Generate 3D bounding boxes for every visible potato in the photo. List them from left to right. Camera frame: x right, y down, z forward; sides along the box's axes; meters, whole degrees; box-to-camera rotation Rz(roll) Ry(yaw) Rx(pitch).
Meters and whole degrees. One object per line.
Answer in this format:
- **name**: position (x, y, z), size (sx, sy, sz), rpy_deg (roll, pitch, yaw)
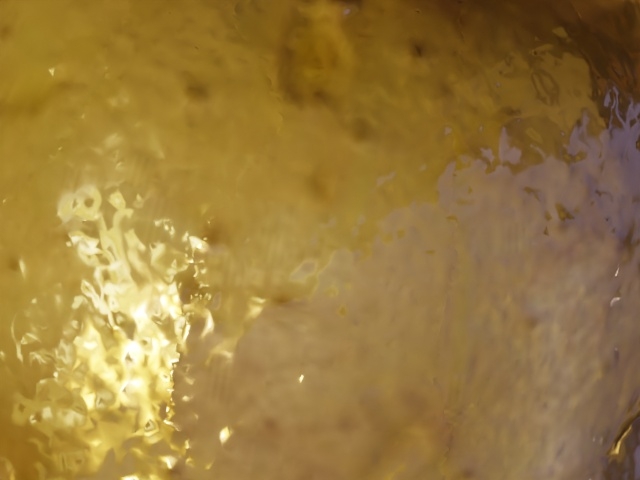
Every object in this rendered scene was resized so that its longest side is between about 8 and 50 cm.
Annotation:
- **potato**: position (0.000, 0.000, 0.544), size (0.242, 0.285, 0.242), rpy_deg (16, 90, -82)
